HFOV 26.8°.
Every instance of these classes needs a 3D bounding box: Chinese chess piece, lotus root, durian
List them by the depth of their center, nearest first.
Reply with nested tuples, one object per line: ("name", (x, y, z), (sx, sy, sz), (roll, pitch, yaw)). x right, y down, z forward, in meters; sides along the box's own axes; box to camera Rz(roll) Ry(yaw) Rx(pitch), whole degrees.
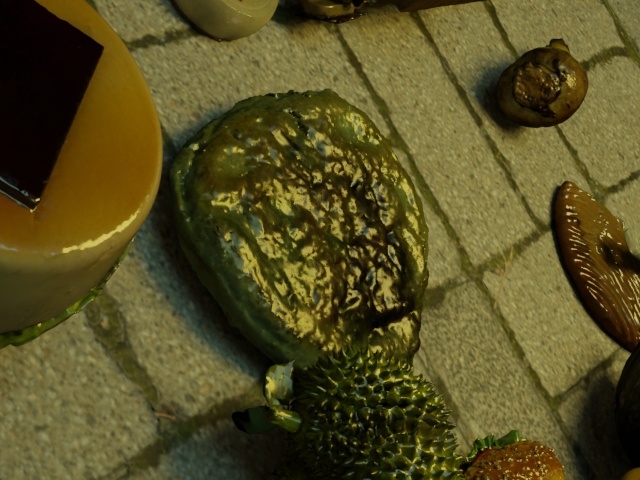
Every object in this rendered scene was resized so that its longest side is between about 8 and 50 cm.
("durian", (0.042, 0.166, 1.092), (0.159, 0.146, 0.198), (-41, 115, -49))
("Chinese chess piece", (-0.096, -0.256, 1.316), (0.122, 0.051, 0.122), (28, 47, -34))
("lotus root", (0.278, -0.196, 1.644), (0.191, 0.108, 0.094), (-44, 126, -64))

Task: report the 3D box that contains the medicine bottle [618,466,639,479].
("medicine bottle", (0.278, 0.348, 1.107), (0.238, 0.232, 0.238), (31, 19, -12))

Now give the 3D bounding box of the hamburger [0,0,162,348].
("hamburger", (-0.252, -0.059, 0.911), (0.300, 0.176, 0.300), (25, 50, -34))

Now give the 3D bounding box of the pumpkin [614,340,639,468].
("pumpkin", (0.451, 0.228, 1.426), (0.320, 0.192, 0.320), (48, 8, -8))

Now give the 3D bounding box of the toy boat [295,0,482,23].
("toy boat", (0.135, -0.330, 1.519), (0.162, 0.135, 0.445), (27, 28, 29))

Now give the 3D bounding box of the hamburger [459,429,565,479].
("hamburger", (0.174, 0.245, 1.238), (0.166, 0.087, 0.137), (-9, 72, -50))

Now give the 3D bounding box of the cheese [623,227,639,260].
("cheese", (0.435, 0.028, 1.668), (0.251, 0.054, 0.127), (20, 49, -51))

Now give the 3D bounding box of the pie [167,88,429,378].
("pie", (0.000, 0.000, 1.234), (0.323, 0.071, 0.323), (27, 49, -35))

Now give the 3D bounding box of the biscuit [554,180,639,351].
("biscuit", (0.359, 0.040, 1.626), (0.228, 0.031, 0.176), (44, 41, -17))
